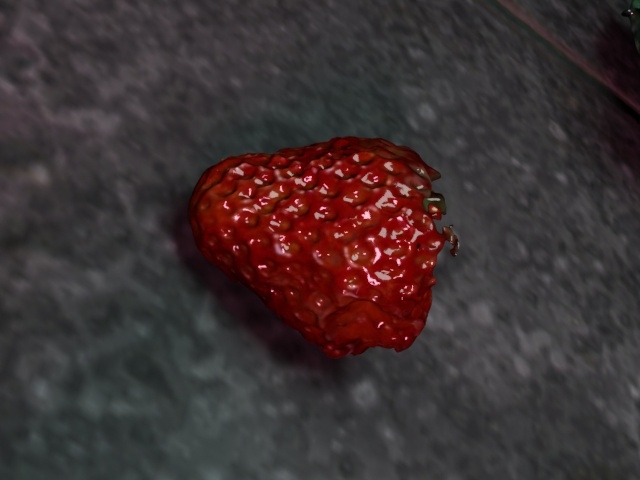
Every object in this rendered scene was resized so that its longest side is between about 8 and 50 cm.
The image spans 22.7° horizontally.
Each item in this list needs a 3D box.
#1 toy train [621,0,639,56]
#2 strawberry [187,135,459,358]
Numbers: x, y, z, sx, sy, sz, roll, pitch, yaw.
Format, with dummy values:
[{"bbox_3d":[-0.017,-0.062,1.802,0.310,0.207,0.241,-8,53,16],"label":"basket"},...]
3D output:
[{"bbox_3d":[0.282,-0.065,0.765,0.299,0.167,0.238,-17,77,-50],"label":"toy train"},{"bbox_3d":[0.000,0.000,0.499,0.083,0.073,0.073,5,46,1],"label":"strawberry"}]
